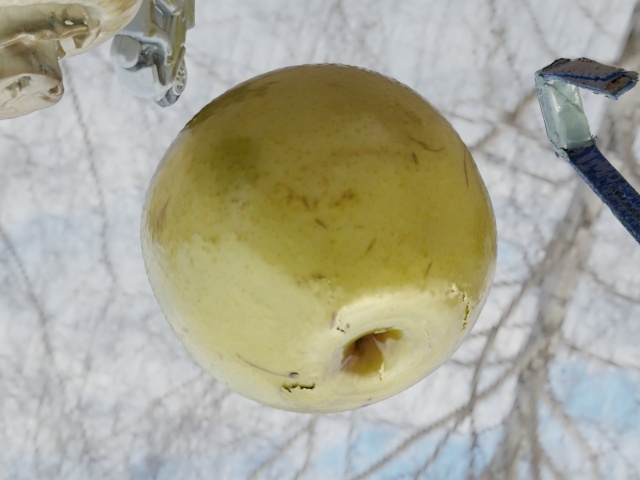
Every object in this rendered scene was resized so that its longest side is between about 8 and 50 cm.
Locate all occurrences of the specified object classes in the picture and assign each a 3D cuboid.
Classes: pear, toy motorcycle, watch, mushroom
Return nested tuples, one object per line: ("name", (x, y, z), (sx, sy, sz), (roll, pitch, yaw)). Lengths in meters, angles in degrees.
("pear", (0.000, 0.000, 1.533), (0.348, 0.348, 0.348), (16, -161, -6))
("toy motorcycle", (-0.174, -0.231, 1.668), (0.074, 0.229, 0.151), (13, -151, 18))
("watch", (0.403, -0.119, 2.257), (0.068, 0.276, 0.274), (-24, -160, -13))
("mushroom", (-0.237, -0.216, 1.302), (0.253, 0.195, 0.189), (-1, 162, -46))
